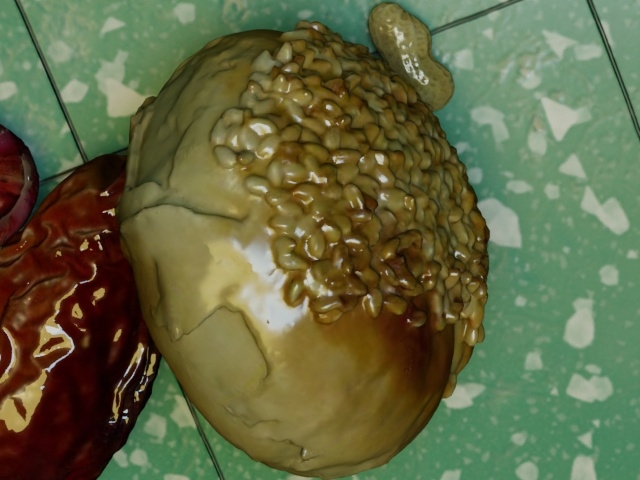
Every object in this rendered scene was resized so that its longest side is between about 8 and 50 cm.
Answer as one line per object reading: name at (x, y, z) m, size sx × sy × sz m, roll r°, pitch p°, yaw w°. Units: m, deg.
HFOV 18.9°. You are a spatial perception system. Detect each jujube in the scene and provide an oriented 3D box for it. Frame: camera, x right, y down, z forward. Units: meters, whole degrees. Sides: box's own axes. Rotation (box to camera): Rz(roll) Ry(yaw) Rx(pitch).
jujube at (-0.231, 0.077, 1.779) m, size 0.216 × 0.216 × 0.342 m, roll 33°, pitch 95°, yaw -3°

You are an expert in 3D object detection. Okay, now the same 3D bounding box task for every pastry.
pastry at (0.000, 0.000, 1.637) m, size 0.245 × 0.409 × 0.410 m, roll -24°, pitch 100°, yaw 25°

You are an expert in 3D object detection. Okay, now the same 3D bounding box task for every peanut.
peanut at (0.083, -0.169, 1.765) m, size 0.054 × 0.054 × 0.113 m, roll -30°, pitch 101°, yaw 12°

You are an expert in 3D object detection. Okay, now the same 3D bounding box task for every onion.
onion at (-0.342, -0.038, 1.821) m, size 0.150 × 0.140 × 0.150 m, roll 3°, pitch 62°, yaw -6°
